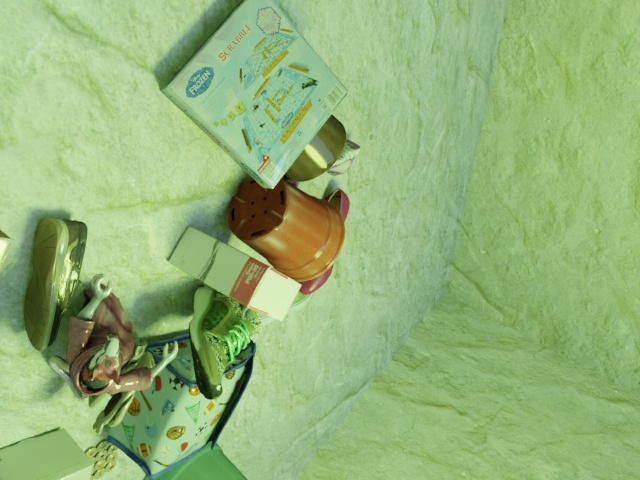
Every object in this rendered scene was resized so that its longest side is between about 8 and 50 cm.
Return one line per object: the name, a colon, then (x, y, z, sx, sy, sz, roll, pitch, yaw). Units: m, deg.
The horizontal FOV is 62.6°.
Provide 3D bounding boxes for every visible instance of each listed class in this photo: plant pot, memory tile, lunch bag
plant pot: (-0.388, 0.894, 1.815, 0.341, 0.334, 0.341, -41, 146, -35)
memory tile: (-0.628, 0.626, 1.501, 0.113, 0.012, 0.148, -19, 132, -52)
plant pot: (-0.107, -0.048, 1.507, 0.272, 0.272, 0.265, -59, 145, -3)
lunch bag: (-0.365, 0.453, 1.545, 0.327, 0.239, 0.385, -63, 158, 12)
plant pot: (-0.081, -0.306, 1.378, 0.215, 0.215, 0.230, -57, 137, -8)

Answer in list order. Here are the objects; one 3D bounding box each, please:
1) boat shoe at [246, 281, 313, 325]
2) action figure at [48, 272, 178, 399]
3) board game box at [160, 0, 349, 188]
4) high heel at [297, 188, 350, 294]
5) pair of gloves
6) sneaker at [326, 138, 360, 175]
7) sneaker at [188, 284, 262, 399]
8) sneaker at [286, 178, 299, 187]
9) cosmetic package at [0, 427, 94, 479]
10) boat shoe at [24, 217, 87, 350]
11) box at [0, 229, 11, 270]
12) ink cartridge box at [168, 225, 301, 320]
boat shoe: (-0.129, 0.200, 1.850, 0.302, 0.109, 0.094, -30, 137, -41)
action figure: (-0.467, 0.224, 1.070, 0.276, 0.370, 0.248, -39, 108, -10)
board game box: (-0.135, -0.340, 1.198, 0.318, 0.066, 0.318, 44, 74, -28)
high heel: (0.000, 0.000, 1.843, 0.181, 0.127, 0.377, 73, 34, -67)
pair of gloves: (-0.477, 0.346, 1.272, 0.042, 0.240, 0.204, 41, 78, -26)
sneaker: (0.042, -0.255, 1.732, 0.236, 0.095, 0.104, -30, 147, -47)
sneaker: (-0.243, 0.241, 1.381, 0.182, 0.410, 0.158, -6, 120, -7)
sneaker: (-0.093, -0.201, 1.599, 0.067, 0.042, 0.118, -13, 119, -60)
cosmetic package: (-0.702, 0.663, 1.255, 0.197, 0.155, 0.365, -6, 122, -55)
boat shoe: (-0.530, 0.090, 1.067, 0.092, 0.103, 0.285, -5, 114, -53)
box: (-0.582, -0.003, 0.741, 0.149, 0.232, 0.126, 12, 105, -62)
ink cartridge box: (-0.224, 0.087, 1.388, 0.117, 0.283, 0.207, -62, 153, -6)
